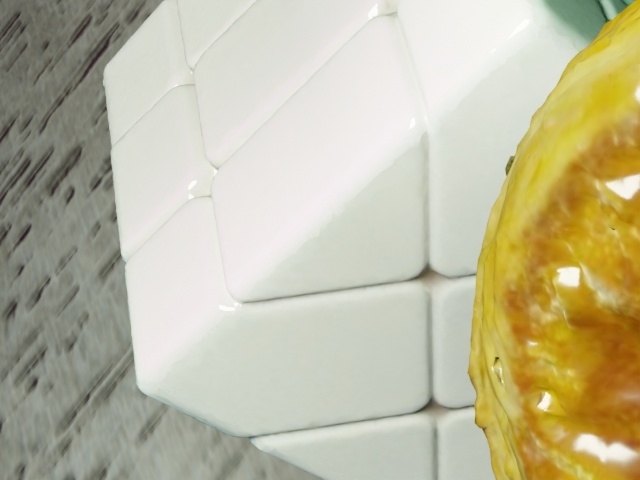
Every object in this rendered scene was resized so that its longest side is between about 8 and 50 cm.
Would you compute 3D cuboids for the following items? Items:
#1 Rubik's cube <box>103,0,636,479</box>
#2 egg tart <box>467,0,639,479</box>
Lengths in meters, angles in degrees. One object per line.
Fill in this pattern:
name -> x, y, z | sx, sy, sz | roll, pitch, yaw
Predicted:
Rubik's cube -> 0.088, -0.047, 1.074 | 0.319, 0.322, 0.316 | -44, 37, 24
egg tart -> 0.268, 0.072, 0.790 | 0.443, 0.178, 0.443 | 17, 117, 37
